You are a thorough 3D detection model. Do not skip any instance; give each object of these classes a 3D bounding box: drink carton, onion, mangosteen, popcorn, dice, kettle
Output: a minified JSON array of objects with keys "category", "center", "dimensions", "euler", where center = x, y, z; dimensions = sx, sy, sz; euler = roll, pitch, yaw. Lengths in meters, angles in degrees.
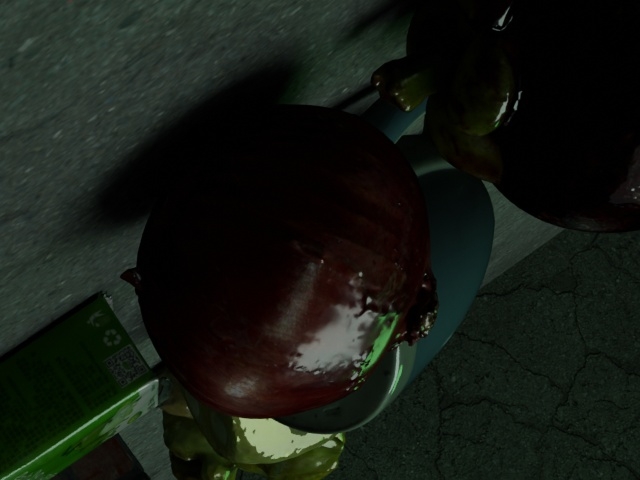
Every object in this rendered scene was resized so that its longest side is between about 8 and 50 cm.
[{"category":"drink carton","center":[-0.285,0.178,1.610],"dimensions":[0.271,0.108,0.161],"euler":[-35,170,-14]},{"category":"onion","center":[-0.024,0.019,1.369],"dimensions":[0.276,0.276,0.276],"euler":[-36,170,-7]},{"category":"mangosteen","center":[0.232,-0.164,1.416],"dimensions":[0.297,0.313,0.297],"euler":[-35,-151,23]},{"category":"popcorn","center":[-0.096,0.243,2.305],"dimensions":[0.276,0.276,0.225],"euler":[-41,-152,21]},{"category":"dice","center":[-0.061,0.138,1.855],"dimensions":[0.169,0.169,0.166],"euler":[-19,-152,-22]},{"category":"kettle","center":[0.065,-0.017,1.677],"dimensions":[0.342,0.247,0.319],"euler":[-36,146,-48]}]

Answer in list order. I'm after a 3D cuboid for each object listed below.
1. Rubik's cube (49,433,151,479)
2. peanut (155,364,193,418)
[{"category":"Rubik's cube","center":[-0.353,0.459,2.145],"dimensions":[0.304,0.305,0.301],"euler":[-29,169,-33]},{"category":"peanut","center":[-0.114,0.189,2.143],"dimensions":[0.214,0.099,0.099],"euler":[-7,174,8]}]
